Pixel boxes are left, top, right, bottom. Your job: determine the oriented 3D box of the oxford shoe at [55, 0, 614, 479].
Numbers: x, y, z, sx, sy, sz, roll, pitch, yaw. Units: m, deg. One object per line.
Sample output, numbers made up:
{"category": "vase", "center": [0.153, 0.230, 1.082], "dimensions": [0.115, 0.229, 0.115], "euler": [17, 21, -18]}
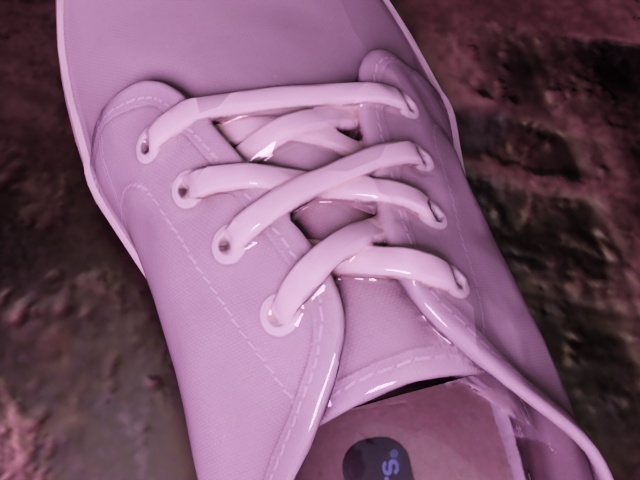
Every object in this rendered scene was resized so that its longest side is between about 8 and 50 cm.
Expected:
{"category": "oxford shoe", "center": [0.000, 0.000, 0.373], "dimensions": [0.169, 0.130, 0.449], "euler": [-14, 70, -10]}
